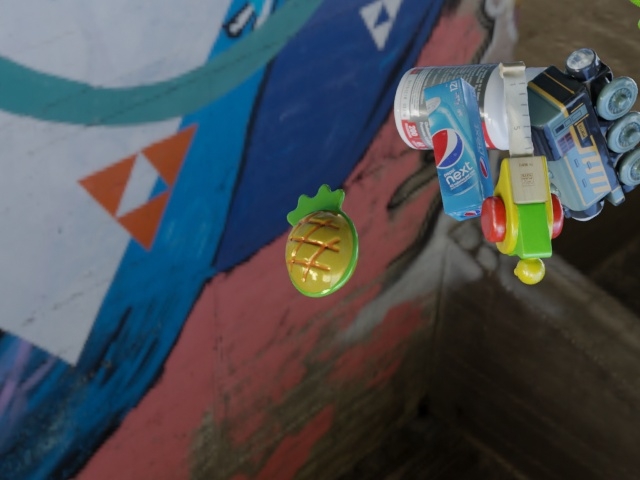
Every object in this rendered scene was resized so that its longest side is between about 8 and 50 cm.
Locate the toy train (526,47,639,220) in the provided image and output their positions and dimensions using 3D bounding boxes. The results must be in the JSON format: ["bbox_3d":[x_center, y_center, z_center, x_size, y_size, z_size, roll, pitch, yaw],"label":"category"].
[{"bbox_3d":[0.450,-0.174,1.846,0.190,0.334,0.142,-36,-135,-2],"label":"toy train"}]

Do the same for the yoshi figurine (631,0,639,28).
[{"bbox_3d":[0.526,-0.332,1.428,0.204,0.203,0.362,-12,-132,-39],"label":"yoshi figurine"}]

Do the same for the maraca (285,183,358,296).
[{"bbox_3d":[0.000,0.000,1.644,0.127,0.099,0.185,-22,-124,23],"label":"maraca"}]

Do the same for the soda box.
[{"bbox_3d":[0.220,-0.143,1.696,0.067,0.071,0.210,-15,-106,25],"label":"soda box"}]

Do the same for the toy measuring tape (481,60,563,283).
[{"bbox_3d":[0.290,-0.095,1.605,0.121,0.121,0.330,-4,-102,-7],"label":"toy measuring tape"}]

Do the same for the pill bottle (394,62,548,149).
[{"bbox_3d":[0.296,-0.249,2.018,0.283,0.161,0.161,4,-146,37],"label":"pill bottle"}]
